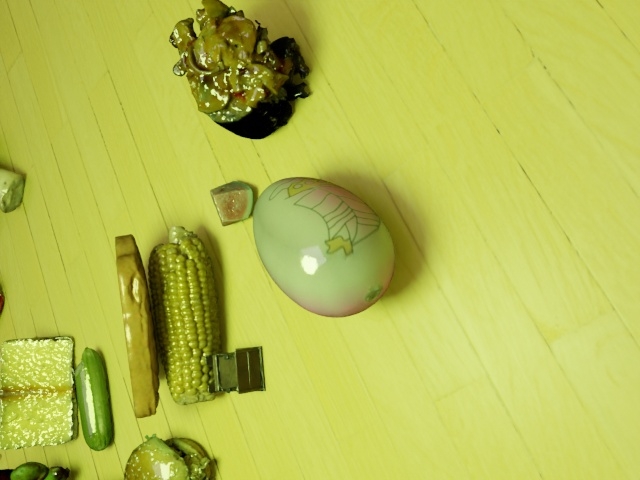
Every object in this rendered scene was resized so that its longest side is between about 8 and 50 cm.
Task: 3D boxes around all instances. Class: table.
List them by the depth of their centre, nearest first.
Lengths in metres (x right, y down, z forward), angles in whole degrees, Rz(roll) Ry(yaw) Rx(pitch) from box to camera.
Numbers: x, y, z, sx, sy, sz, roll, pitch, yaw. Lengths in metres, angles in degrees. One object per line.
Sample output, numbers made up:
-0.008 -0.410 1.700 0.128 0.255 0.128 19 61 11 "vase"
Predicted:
-0.158 0.243 1.160 0.070 0.082 0.083 -11 80 37 "table"

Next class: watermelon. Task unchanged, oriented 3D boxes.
-0.170 -0.072 1.203 0.092 0.072 0.084 -32 85 27 "watermelon"

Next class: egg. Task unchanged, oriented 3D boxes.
0.000 0.000 0.988 0.196 0.196 0.271 -48 52 25 "egg"

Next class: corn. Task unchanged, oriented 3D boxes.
-0.263 0.144 1.221 0.130 0.130 0.346 -12 81 37 "corn"

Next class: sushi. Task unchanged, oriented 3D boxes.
-0.147 -0.304 1.117 0.200 0.204 0.213 -44 67 22 "sushi"

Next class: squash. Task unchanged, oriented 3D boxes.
-0.525 0.365 1.446 0.069 0.069 0.238 -20 75 35 "squash"

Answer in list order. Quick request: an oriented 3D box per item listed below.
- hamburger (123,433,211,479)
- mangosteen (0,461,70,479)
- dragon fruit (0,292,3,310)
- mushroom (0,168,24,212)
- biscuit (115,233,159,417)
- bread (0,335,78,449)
-0.309 0.497 1.235 0.189 0.122 0.215 20 101 37 "hamburger"
-0.733 0.670 1.458 0.311 0.311 0.311 -3 85 38 "mangosteen"
-0.961 0.165 1.799 0.106 0.083 0.162 26 121 55 "dragon fruit"
-0.998 -0.159 1.763 0.336 0.314 0.314 14 96 7 "mushroom"
-0.360 0.164 1.243 0.312 0.057 0.351 164 98 -74 "biscuit"
-0.687 0.369 1.545 0.178 0.142 0.265 -3 82 -3 "bread"
